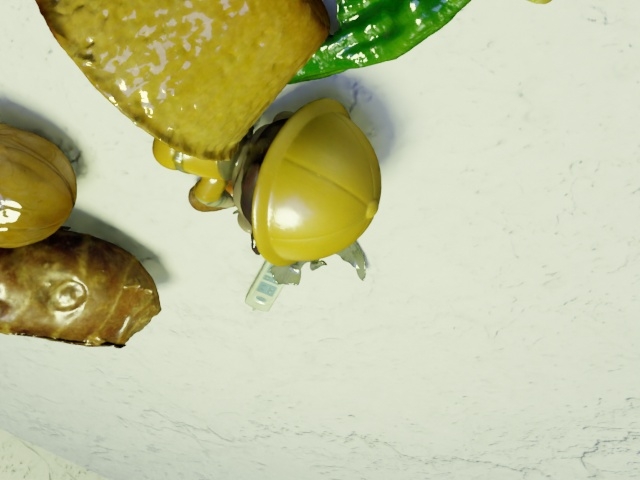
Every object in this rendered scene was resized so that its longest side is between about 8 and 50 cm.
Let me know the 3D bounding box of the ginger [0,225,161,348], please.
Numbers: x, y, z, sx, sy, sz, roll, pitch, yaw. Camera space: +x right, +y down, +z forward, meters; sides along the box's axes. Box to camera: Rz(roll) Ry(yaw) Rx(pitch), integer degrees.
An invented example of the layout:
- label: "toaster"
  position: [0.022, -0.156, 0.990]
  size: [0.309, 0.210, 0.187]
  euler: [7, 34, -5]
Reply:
- label: "ginger"
  position: [-0.464, 0.043, 0.843]
  size: [0.418, 0.254, 0.176]
  euler: [13, 112, -25]

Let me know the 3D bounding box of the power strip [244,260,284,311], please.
- label: "power strip"
  position: [-0.083, 0.068, 0.867]
  size: [0.047, 0.030, 0.191]
  euler: [23, 137, -8]

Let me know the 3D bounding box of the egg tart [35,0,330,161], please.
- label: "egg tart"
  position: [-0.098, -0.180, 0.424]
  size: [0.171, 0.215, 0.215]
  euler: [-32, 122, 18]

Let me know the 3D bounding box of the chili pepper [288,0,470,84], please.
- label: "chili pepper"
  position: [0.046, -0.213, 0.489]
  size: [0.253, 0.083, 0.099]
  euler: [-19, 127, 38]

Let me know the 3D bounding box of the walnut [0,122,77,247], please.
- label: "walnut"
  position: [-0.436, -0.076, 0.710]
  size: [0.207, 0.167, 0.167]
  euler: [15, 139, -14]

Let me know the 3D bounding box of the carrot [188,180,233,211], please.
- label: "carrot"
  position: [-0.092, -0.072, 0.711]
  size: [0.191, 0.047, 0.047]
  euler: [-10, 133, 21]

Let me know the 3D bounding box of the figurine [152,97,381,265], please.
- label: "figurine"
  position: [-0.057, -0.078, 0.592]
  size: [0.256, 0.167, 0.192]
  euler: [20, 108, -3]

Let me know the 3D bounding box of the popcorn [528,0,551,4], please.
- label: "popcorn"
  position: [0.181, -0.254, 0.312]
  size: [0.226, 0.203, 0.200]
  euler: [32, 140, -25]

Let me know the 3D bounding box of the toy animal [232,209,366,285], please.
- label: "toy animal"
  position: [0.000, 0.000, 0.723]
  size: [0.219, 0.095, 0.155]
  euler: [32, 140, -20]
